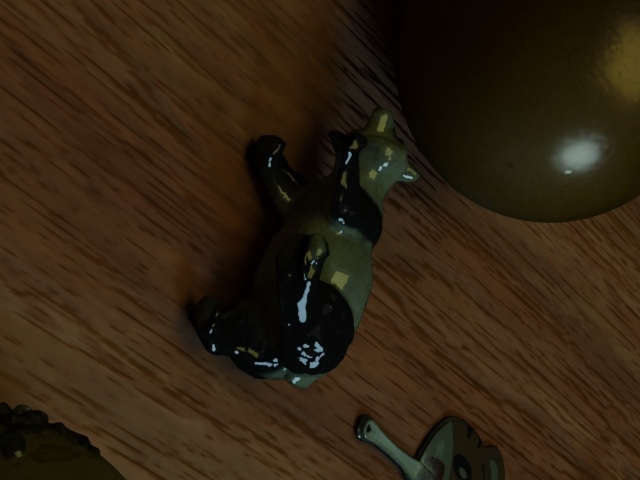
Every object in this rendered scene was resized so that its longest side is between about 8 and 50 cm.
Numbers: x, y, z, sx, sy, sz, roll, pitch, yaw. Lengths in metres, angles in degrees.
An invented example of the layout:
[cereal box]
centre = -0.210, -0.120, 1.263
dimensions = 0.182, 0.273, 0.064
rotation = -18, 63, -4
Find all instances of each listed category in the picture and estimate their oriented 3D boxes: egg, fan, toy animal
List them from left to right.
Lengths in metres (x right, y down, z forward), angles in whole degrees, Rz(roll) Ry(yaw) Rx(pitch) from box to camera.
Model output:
[toy animal]
centre = 0.000, 0.000, 1.324
dimensions = 0.121, 0.093, 0.225
rotation = 47, 54, -45
[fan]
centre = 0.089, 0.200, 1.517
dimensions = 0.227, 0.008, 0.153
rotation = 48, 55, -44
[egg]
centre = 0.192, -0.162, 1.445
dimensions = 0.250, 0.250, 0.322
rotation = 57, 44, -37

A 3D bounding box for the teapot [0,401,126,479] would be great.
[teapot]
centre = -0.180, 0.171, 1.058
dimensions = 0.269, 0.173, 0.182
rotation = 60, 8, -6
